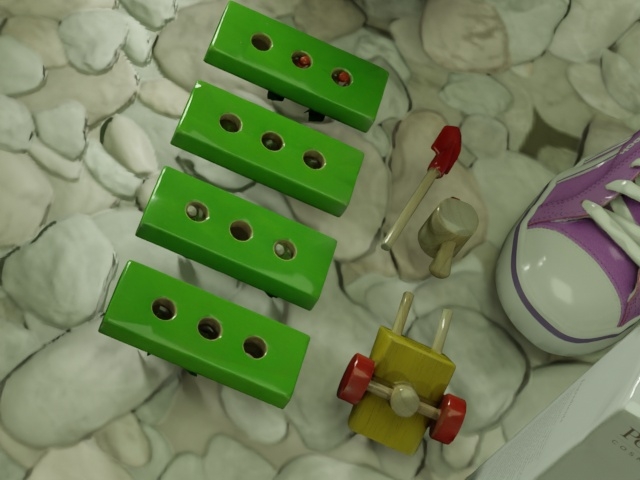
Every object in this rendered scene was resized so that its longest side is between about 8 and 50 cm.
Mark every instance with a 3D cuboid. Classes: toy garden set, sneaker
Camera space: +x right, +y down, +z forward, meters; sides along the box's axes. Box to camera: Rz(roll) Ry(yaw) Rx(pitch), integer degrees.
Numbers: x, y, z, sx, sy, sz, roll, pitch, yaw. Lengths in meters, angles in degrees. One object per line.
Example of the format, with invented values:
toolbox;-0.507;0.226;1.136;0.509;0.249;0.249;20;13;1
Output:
toy garden set;0.000;0.000;1.020;0.204;0.049;0.244;23;53;-8
sneaker;0.225;-0.047;1.080;0.102;0.161;0.282;47;55;6

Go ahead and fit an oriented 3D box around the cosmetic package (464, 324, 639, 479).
cosmetic package;0.152;0.136;0.887;0.117;0.231;0.085;35;53;-1
